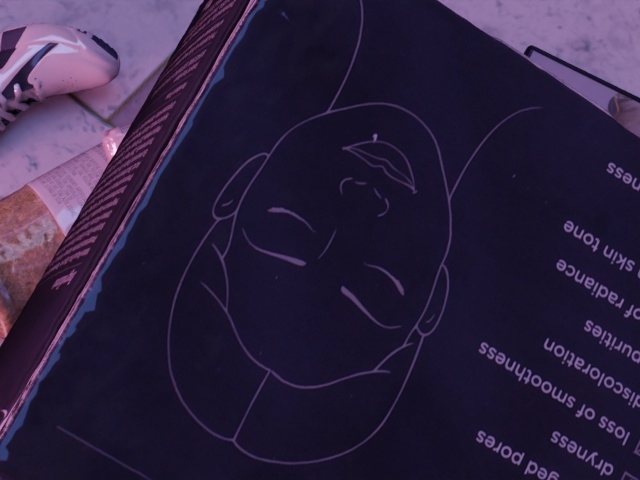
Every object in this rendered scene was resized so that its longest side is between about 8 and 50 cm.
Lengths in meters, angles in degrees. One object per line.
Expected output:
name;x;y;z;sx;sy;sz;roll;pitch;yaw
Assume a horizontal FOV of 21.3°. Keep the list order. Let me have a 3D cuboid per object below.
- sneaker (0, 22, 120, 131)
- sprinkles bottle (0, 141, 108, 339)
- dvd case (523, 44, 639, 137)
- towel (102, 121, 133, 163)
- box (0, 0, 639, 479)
sneaker;-0.310;-0.121;1.619;0.234;0.094;0.153;2;68;-6
sprinkles bottle;-0.170;-0.044;1.585;0.355;0.121;0.121;-30;73;-18
dvd case;0.284;-0.072;1.704;0.253;0.022;0.180;27;67;5
towel;0.000;0.000;1.556;0.317;0.053;0.332;-24;97;-18
box;0.027;0.090;1.358;0.480;0.297;0.472;32;73;-12
